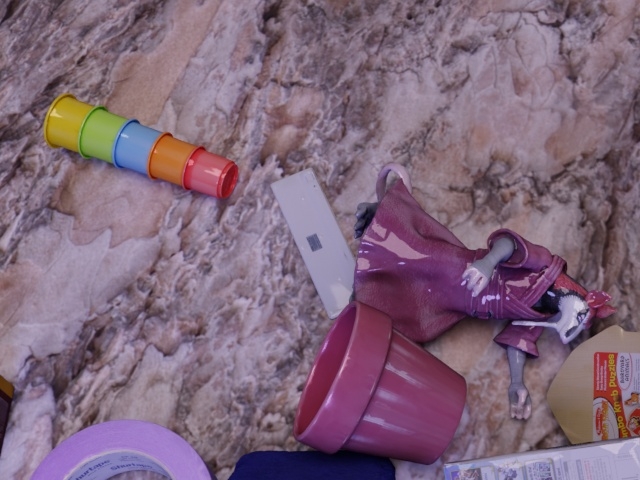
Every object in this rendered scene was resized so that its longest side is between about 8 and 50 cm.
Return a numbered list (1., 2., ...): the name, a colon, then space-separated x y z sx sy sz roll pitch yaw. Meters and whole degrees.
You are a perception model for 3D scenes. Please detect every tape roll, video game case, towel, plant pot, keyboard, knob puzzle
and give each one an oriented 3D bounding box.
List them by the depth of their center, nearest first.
1. video game case: 0.294 0.391 1.417 0.244 0.061 0.269 -10 81 10
2. towel: -0.022 0.353 1.440 0.228 0.308 0.076 0 103 6
3. knob puzzle: 0.386 0.206 1.494 0.213 0.030 0.213 -4 84 38
4. plant pot: 0.085 0.204 1.528 0.180 0.201 0.201 23 66 -8
5. tape roll: -0.265 0.385 1.555 0.275 0.090 0.274 -4 61 8
6. keyboard: 0.000 0.000 1.757 0.072 0.014 0.256 -25 61 1

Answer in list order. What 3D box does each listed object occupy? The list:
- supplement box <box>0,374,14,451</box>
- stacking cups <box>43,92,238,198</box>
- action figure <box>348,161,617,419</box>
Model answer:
1. supplement box: -0.564 0.272 1.639 0.191 0.129 0.194 1 63 10
2. stacking cups: -0.284 -0.144 1.829 0.316 0.096 0.096 20 68 19
3. action figure: 0.226 0.066 1.616 0.370 0.248 0.275 6 37 14
